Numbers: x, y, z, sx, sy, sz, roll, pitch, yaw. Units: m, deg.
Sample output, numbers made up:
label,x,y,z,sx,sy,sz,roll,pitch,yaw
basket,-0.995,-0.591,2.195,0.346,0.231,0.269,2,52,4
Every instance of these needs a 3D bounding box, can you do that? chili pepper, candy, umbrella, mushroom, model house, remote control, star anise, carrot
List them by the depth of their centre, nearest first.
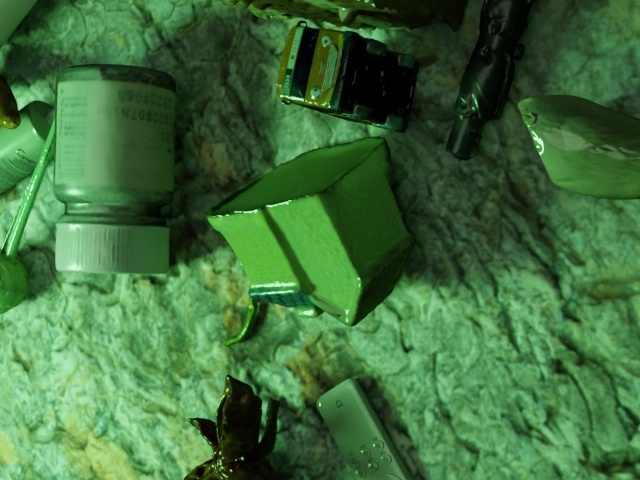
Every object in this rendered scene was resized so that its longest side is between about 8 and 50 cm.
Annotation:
label,x,y,z,sx,sy,sz,roll,pitch,yaw
mushroom,0.340,-0.097,1.181,0.247,0.096,0.108,12,93,20
umbrella,0.201,-0.211,1.269,0.066,0.059,0.235,28,103,46
model house,0.000,0.000,1.314,0.214,0.195,0.189,-11,109,38
remote control,0.078,0.299,1.325,0.067,0.029,0.261,-35,75,20
star anise,-0.100,0.293,1.359,0.196,0.111,0.212,59,137,48
chili pepper,-0.103,0.110,1.420,0.030,0.017,0.083,26,97,23
candy,-0.429,-0.038,1.516,0.093,0.092,0.335,43,115,41
carrot,-0.469,-0.203,1.520,0.210,0.061,0.061,39,106,50

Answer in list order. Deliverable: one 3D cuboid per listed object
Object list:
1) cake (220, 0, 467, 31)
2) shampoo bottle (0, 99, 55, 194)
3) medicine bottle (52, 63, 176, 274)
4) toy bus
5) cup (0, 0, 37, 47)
label,x,y,z,sx,sy,sz,roll,pitch,yaw
cake,0.017,-0.387,1.254,0.290,0.256,0.282,7,93,29
shampoo bottle,-0.452,-0.131,1.547,0.262,0.085,0.085,-30,77,21
medicine bottle,-0.278,-0.092,1.425,0.165,0.165,0.273,1,91,25
toy bus,0.033,-0.194,1.265,0.114,0.201,0.098,14,95,26
cup,-0.473,-0.422,1.493,0.274,0.253,0.253,-41,73,10
